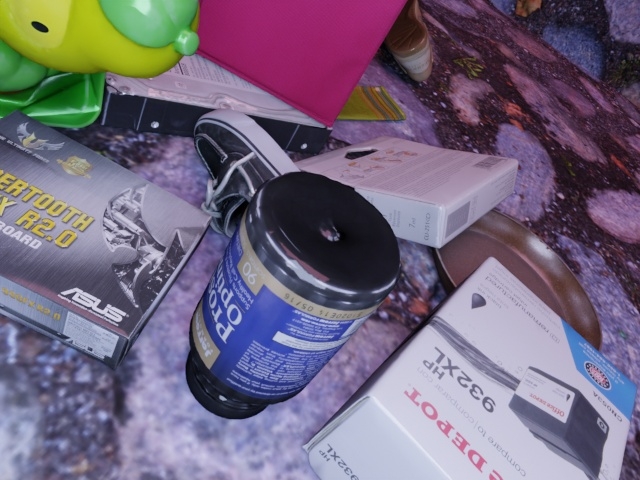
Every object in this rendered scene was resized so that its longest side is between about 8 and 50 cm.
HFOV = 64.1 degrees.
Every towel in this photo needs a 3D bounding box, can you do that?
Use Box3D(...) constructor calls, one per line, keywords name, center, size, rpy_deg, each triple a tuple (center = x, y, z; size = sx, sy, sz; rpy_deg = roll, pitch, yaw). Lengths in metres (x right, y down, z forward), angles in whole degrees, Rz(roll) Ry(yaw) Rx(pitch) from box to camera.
Box3D(name="towel", center=(0.067, -0.273, 1.003), size=(0.237, 0.021, 0.102), rpy_deg=(-11, 56, -42))

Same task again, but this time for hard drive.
Box3D(name="hard drive", center=(-0.167, -0.248, 0.780), size=(0.338, 0.064, 0.237), rpy_deg=(1, 49, -33))

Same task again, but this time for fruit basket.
Box3D(name="fruit basket", center=(-0.287, -0.268, 0.473), size=(0.282, 0.392, 0.392), rpy_deg=(-2, 51, -37))

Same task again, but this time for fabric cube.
Box3D(name="fabric cube", center=(-0.016, -0.381, 0.768), size=(0.254, 0.258, 0.259), rpy_deg=(27, 39, -11))

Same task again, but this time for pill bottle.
Box3D(name="pill bottle", center=(-0.038, 0.060, 0.428), size=(0.122, 0.219, 0.123), rpy_deg=(20, 40, -18))

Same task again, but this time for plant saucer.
Box3D(name="plant saucer", center=(0.292, 0.066, 0.792), size=(0.310, 0.050, 0.311), rpy_deg=(19, 42, -18))

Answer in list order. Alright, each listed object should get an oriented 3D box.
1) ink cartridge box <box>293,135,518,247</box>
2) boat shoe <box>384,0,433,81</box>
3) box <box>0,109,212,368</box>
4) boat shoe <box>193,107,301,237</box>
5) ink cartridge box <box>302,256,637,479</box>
Box3D(name="ink cartridge box", center=(0.138, -0.095, 0.816), size=(0.261, 0.066, 0.296), rpy_deg=(18, 29, 33))
Box3D(name="boat shoe", center=(0.212, -0.525, 1.309), size=(0.110, 0.121, 0.341), rpy_deg=(53, 26, -42))
Box3D(name="box", center=(-0.244, -0.010, 0.485), size=(0.231, 0.056, 0.183), rpy_deg=(30, 40, -7))
Box3D(name="boat shoe", center=(-0.086, -0.046, 0.595), size=(0.105, 0.113, 0.306), rpy_deg=(-28, 60, -26))
Box3D(name="ink cartridge box", center=(0.169, 0.181, 0.522), size=(0.223, 0.129, 0.307), rpy_deg=(45, 40, 12))
